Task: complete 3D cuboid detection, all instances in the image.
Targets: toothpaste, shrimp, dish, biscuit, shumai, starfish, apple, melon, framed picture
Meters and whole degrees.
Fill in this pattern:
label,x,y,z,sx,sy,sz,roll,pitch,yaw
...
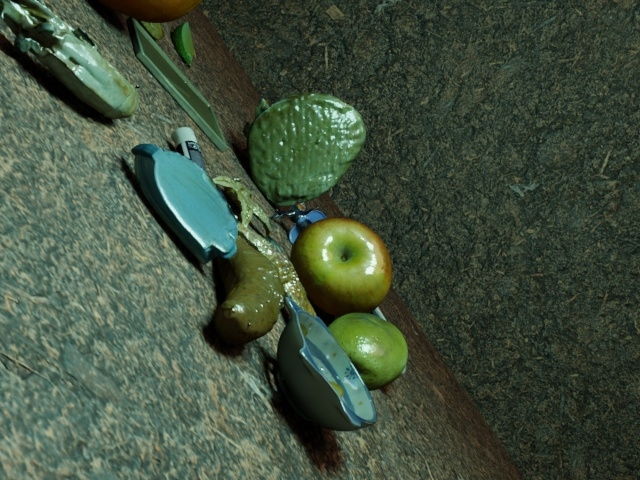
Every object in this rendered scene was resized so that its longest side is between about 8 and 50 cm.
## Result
label,x,y,z,sx,sy,sz,roll,pitch,yaw
toothpaste,-0.231,-0.126,1.487,0.071,0.045,0.193,29,32,-54
shrimp,-0.378,-0.288,1.178,0.247,0.085,0.360,47,2,14
dish,-0.015,0.202,1.219,0.228,0.086,0.236,53,8,-6
biscuit,-0.495,-0.632,2.082,0.254,0.029,0.172,49,9,-33
shumai,-0.046,-0.268,2.171,0.291,0.330,0.288,64,5,-7
starfish,-0.153,-0.073,1.703,0.138,0.050,0.247,58,11,10
apple,0.046,0.064,1.780,0.173,0.210,0.234,90,-20,-61
melon,-0.400,-0.562,2.378,0.261,0.053,0.114,-106,178,-57
framed picture,-0.343,-0.375,1.940,0.324,0.020,0.240,48,10,-39
starfish,-0.067,0.077,1.542,0.299,0.060,0.302,55,7,19

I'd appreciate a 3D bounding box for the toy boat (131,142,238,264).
label,x,y,z,sx,sy,sz,roll,pitch,yaw
toy boat,-0.211,-0.057,1.224,0.215,0.088,0.102,53,-26,-10

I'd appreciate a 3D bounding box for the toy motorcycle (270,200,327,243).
label,x,y,z,sx,sy,sz,roll,pitch,yaw
toy motorcycle,0.000,0.000,2.090,0.212,0.125,0.358,48,4,10

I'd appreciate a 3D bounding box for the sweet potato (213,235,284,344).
label,x,y,z,sx,sy,sz,roll,pitch,yaw
sweet potato,-0.105,0.071,1.214,0.114,0.092,0.341,35,13,-17

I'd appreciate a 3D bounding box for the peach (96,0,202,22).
label,x,y,z,sx,sy,sz,roll,pitch,yaw
peach,-0.360,-0.635,1.706,0.302,0.343,0.343,29,-16,52

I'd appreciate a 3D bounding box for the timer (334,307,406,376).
label,x,y,z,sx,sy,sz,roll,pitch,yaw
timer,0.117,0.221,1.939,0.237,0.087,0.262,56,7,1

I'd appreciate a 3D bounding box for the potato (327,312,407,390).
label,x,y,z,sx,sy,sz,roll,pitch,yaw
potato,0.082,0.218,1.562,0.169,0.143,0.248,18,6,13

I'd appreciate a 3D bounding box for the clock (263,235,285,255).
label,x,y,z,sx,sy,sz,roll,pitch,yaw
clock,-0.095,0.027,1.737,0.085,0.017,0.085,54,7,-10
